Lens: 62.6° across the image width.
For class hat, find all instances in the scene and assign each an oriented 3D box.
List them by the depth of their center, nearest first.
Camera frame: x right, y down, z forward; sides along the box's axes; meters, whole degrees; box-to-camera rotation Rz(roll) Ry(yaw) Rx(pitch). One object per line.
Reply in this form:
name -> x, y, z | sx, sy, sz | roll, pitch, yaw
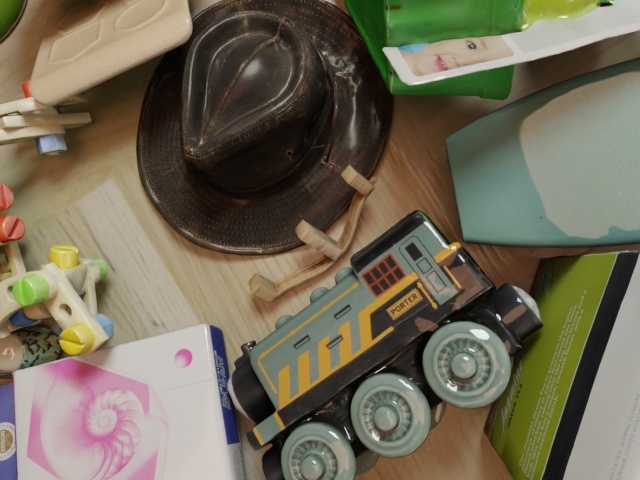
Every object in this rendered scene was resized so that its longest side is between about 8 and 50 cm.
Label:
hat -> -0.078, -0.144, 0.580 | 0.330, 0.134, 0.332 | 0, 88, 6

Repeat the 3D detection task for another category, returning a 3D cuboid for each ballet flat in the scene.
ballet flat -> -0.419, 0.143, 0.646 | 0.188, 0.070, 0.070 | -8, 87, 7

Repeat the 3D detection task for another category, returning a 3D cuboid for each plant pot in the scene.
plant pot -> 0.251, -0.068, 0.524 | 0.234, 0.165, 0.166 | -10, 87, 14

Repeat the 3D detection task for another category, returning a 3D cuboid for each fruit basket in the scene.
fruit basket -> 0.197, -0.281, 0.491 | 0.352, 0.165, 0.327 | -18, 49, 5

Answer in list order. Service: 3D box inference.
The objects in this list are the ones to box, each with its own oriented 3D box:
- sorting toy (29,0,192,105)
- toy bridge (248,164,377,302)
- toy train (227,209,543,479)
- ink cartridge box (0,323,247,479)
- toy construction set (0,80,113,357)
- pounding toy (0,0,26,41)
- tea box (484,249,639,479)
sorting toy -> -0.241, -0.255, 0.618 | 0.192, 0.038, 0.208 | -23, 53, 6
toy bridge -> 0.000, 0.000, 0.600 | 0.063, 0.026, 0.188 | 32, 107, -35
toy train -> 0.052, 0.123, 0.549 | 0.334, 0.142, 0.190 | -39, 71, 14
ink cartridge box -> -0.244, 0.287, 0.573 | 0.329, 0.071, 0.324 | -15, 72, 3
toy construction set -> -0.349, -0.023, 0.598 | 0.214, 0.151, 0.328 | -11, 83, 18
pounding toy -> -0.487, -0.312, 0.647 | 0.182, 0.110, 0.237 | 19, 90, 8
tea box -> 0.349, 0.159, 0.419 | 0.328, 0.323, 0.220 | 19, 90, 8
